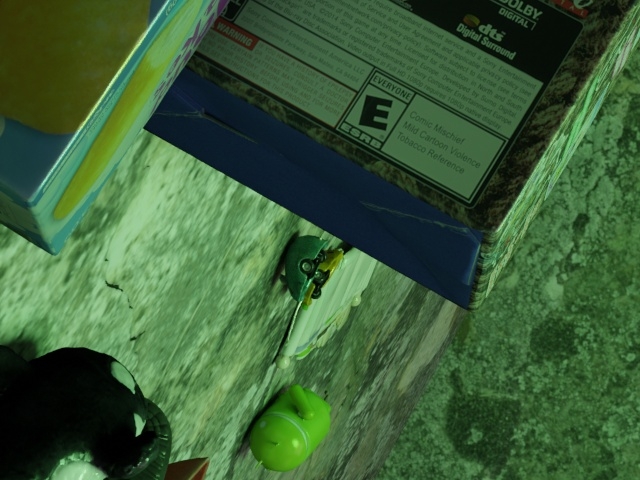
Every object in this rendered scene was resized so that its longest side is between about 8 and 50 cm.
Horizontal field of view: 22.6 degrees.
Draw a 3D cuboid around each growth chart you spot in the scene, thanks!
[{"bbox_3d":[0.021,0.049,1.679,0.237,0.021,0.172,-39,156,-61],"label":"growth chart"}]

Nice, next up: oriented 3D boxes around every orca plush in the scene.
[{"bbox_3d":[-0.190,0.104,0.844,0.151,0.102,0.287,-12,-168,39],"label":"orca plush"}]

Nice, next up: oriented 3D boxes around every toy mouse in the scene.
[{"bbox_3d":[0.000,0.000,1.445,0.161,0.031,0.143,-56,168,-22],"label":"toy mouse"}]

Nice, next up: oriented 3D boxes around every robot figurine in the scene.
[{"bbox_3d":[-0.032,0.202,1.708,0.101,0.067,0.115,-54,174,35],"label":"robot figurine"}]

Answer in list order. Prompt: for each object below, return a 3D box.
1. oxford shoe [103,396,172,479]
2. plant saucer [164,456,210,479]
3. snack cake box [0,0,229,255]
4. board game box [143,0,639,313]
[{"bbox_3d":[-0.183,0.200,1.083,0.227,0.083,0.096,-54,-174,-26],"label":"oxford shoe"},{"bbox_3d":[-0.201,0.325,1.338,0.258,0.047,0.259,-46,161,-50],"label":"plant saucer"},{"bbox_3d":[-0.068,-0.133,0.612,0.264,0.089,0.152,-57,180,-9],"label":"snack cake box"},{"bbox_3d":[0.054,-0.154,0.801,0.291,0.232,0.141,-57,169,-14],"label":"board game box"}]
